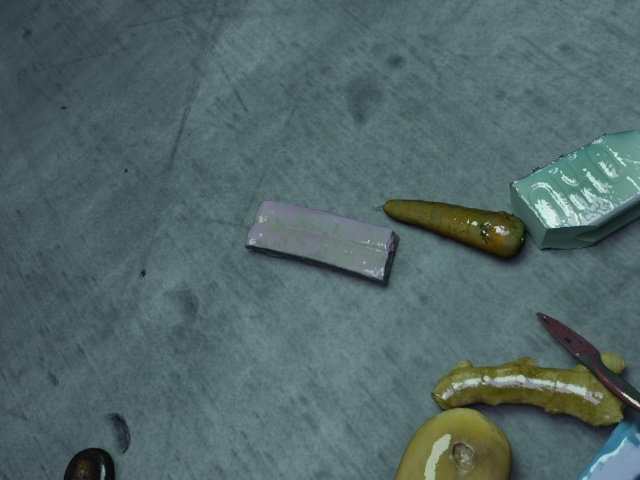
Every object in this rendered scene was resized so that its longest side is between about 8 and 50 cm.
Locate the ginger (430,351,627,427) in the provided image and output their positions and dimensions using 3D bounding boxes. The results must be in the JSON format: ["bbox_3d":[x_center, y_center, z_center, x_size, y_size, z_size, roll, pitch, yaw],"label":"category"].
[{"bbox_3d":[0.318,0.231,1.134,0.298,0.065,0.118,-4,48,17],"label":"ginger"}]

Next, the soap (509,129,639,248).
[{"bbox_3d":[0.437,-0.079,1.209,0.230,0.091,0.145,-31,60,5],"label":"soap"}]

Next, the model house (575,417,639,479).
[{"bbox_3d":[0.383,0.400,0.938,0.303,0.237,0.215,-44,60,-1],"label":"model house"}]

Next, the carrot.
[{"bbox_3d":[0.215,-0.035,1.293,0.298,0.078,0.078,15,74,32],"label":"carrot"}]

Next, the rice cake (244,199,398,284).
[{"bbox_3d":[0.002,-0.001,1.368,0.298,0.050,0.106,13,74,26],"label":"rice cake"}]

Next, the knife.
[{"bbox_3d":[0.406,0.176,1.101,0.035,0.018,0.247,-26,39,-10],"label":"knife"}]

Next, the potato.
[{"bbox_3d":[0.188,0.361,1.090,0.150,0.146,0.234,36,65,-13],"label":"potato"}]

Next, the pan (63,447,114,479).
[{"bbox_3d":[-0.385,0.449,1.331,0.212,0.040,0.115,10,77,25],"label":"pan"}]
